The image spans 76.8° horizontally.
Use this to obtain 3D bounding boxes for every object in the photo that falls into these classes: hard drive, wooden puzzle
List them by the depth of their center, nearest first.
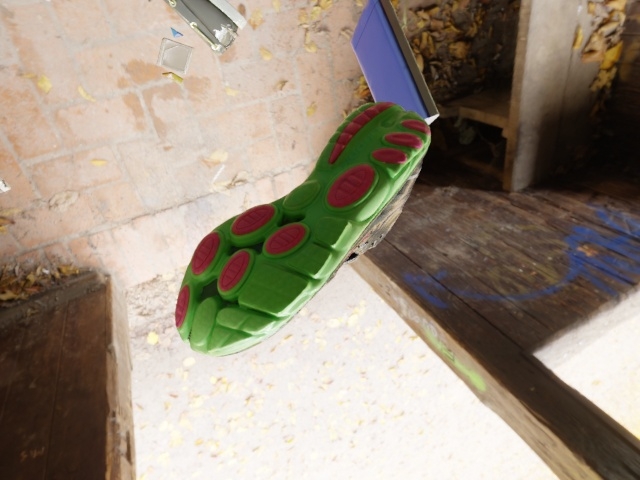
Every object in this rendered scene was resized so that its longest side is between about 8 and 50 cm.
[{"bbox_3d":[-0.334,-0.423,0.930,0.078,0.014,0.116,10,133,-39],"label":"wooden puzzle"},{"bbox_3d":[0.174,-0.412,1.008,0.040,0.210,0.319,-22,88,-11],"label":"hard drive"}]

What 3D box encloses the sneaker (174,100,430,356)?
[{"bbox_3d":[0.000,0.000,0.615,0.483,0.185,0.202,-42,149,-14],"label":"sneaker"}]

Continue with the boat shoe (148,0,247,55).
[{"bbox_3d":[-0.281,-0.463,0.723,0.305,0.109,0.091,31,108,-30],"label":"boat shoe"}]

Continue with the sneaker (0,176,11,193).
[{"bbox_3d":[-0.623,-0.126,0.646,0.095,0.235,0.090,-53,169,-19],"label":"sneaker"}]
